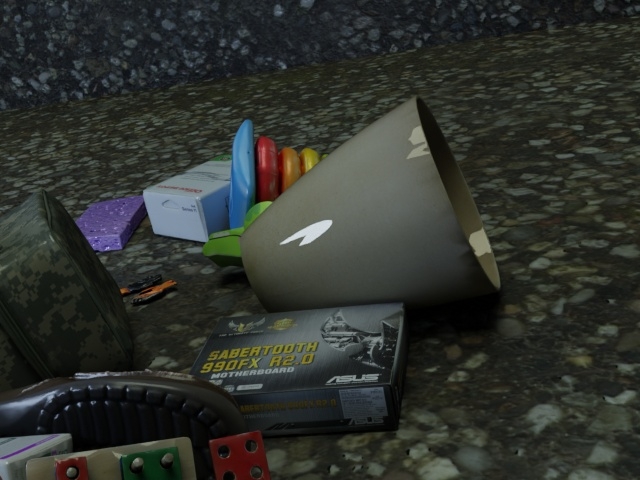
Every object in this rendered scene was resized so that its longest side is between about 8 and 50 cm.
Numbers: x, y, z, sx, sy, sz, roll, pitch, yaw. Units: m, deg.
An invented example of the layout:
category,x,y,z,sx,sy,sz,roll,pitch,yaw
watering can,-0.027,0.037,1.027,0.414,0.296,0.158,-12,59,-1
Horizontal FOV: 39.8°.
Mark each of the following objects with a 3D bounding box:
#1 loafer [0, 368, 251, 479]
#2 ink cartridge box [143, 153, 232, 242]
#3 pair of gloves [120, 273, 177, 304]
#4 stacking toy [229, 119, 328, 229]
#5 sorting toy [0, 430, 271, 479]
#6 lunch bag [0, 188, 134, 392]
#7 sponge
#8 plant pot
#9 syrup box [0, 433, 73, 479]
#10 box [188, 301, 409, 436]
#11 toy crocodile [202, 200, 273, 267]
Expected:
category,x,y,z,sx,sy,sz,roll,pitch,yaw
loafer,-0.232,0.180,0.869,0.365,0.134,0.130,-5,12,18
ink cartridge box,-0.184,-0.079,1.565,0.153,0.087,0.208,9,28,41
pair of gloves,-0.260,0.073,1.325,0.074,0.010,0.083,-25,22,-28
stacking toy,0.006,-0.081,1.421,0.301,0.166,0.175,1,52,-8
sorting toy,-0.147,0.224,0.693,0.274,0.132,0.046,-4,-22,-20
lunch bag,-0.389,0.097,1.081,0.256,0.213,0.305,-33,24,-7
sponge,-0.392,-0.030,1.622,0.117,0.031,0.210,-8,21,8
plant pot,0.049,-0.006,1.103,0.274,0.256,0.256,-24,18,15
syrup box,-0.337,0.234,0.785,0.236,0.093,0.096,-8,0,20
box,-0.022,0.140,0.973,0.231,0.056,0.183,-6,22,13
toy crocodile,0.000,0.000,1.269,0.340,0.105,0.115,-9,-20,8
